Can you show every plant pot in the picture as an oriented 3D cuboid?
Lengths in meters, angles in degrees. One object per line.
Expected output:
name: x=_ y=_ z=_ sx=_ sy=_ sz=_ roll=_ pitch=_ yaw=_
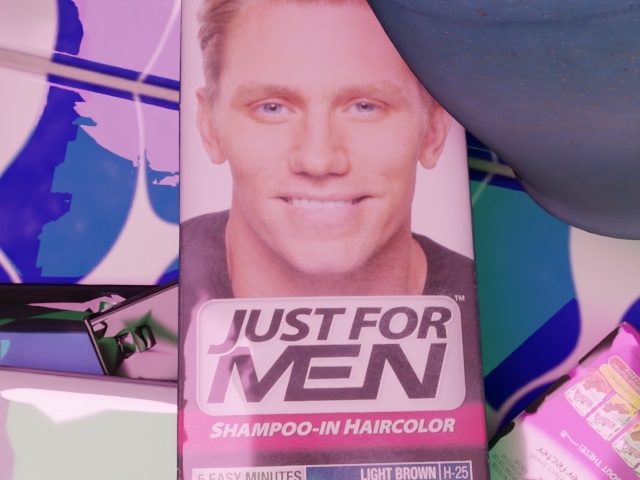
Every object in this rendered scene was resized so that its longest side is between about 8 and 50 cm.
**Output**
plant pot: x=0.152 y=-0.140 z=0.463 sx=0.272 sy=0.271 sz=0.255 roll=-29 pitch=136 yaw=4

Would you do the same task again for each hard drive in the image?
hard drive: x=-0.093 y=0.197 z=0.615 sx=0.308 sy=0.040 sz=0.203 roll=6 pitch=88 yaw=-3

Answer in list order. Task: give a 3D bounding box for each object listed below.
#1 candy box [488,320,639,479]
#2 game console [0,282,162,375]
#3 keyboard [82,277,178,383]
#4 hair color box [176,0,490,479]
candy box: x=0.180 y=0.192 z=0.651 sx=0.233 sy=0.071 sz=0.159 roll=-42 pitch=72 yaw=4
game console: x=-0.151 y=0.202 z=0.688 sx=0.387 sy=0.060 sz=0.341 roll=1 pitch=96 yaw=0
keyboard: x=-0.083 y=0.190 z=0.651 sx=0.202 sy=0.033 sz=0.317 roll=-22 pitch=89 yaw=-4
hair color box: x=0.000 y=0.000 z=0.579 sx=0.174 sy=0.105 sz=0.347 roll=-1 pitch=75 yaw=-4
